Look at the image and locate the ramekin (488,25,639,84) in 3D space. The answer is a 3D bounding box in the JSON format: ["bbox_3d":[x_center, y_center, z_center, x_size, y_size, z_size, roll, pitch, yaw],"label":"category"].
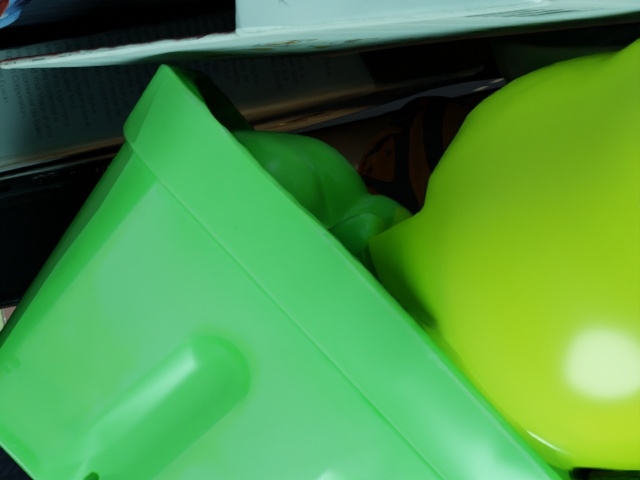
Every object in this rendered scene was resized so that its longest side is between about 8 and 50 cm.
[{"bbox_3d":[0.252,-0.072,0.892,0.303,0.148,0.303,-12,-165,3],"label":"ramekin"}]

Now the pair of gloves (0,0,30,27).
[{"bbox_3d":[-0.209,-0.085,0.663,0.159,0.023,0.198,-10,180,35],"label":"pair of gloves"}]

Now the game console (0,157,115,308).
[{"bbox_3d":[-0.141,-0.007,0.965,0.122,0.071,0.107,-11,-178,7],"label":"game console"}]

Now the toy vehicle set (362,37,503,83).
[{"bbox_3d":[0.181,-0.156,1.299,0.267,0.035,0.166,-11,-179,-41],"label":"toy vehicle set"}]

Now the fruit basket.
[{"bbox_3d":[0.076,0.041,0.744,0.392,0.392,0.283,-10,-175,1],"label":"fruit basket"}]

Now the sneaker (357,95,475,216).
[{"bbox_3d":[0.000,0.000,1.025,0.321,0.124,0.180,7,-133,12],"label":"sneaker"}]

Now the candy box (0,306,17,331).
[{"bbox_3d":[-0.197,-0.001,1.200,0.183,0.087,0.316,-13,-171,-28],"label":"candy box"}]

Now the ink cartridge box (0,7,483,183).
[{"bbox_3d":[-0.123,-0.083,1.022,0.330,0.071,0.324,-14,-177,-26],"label":"ink cartridge box"}]

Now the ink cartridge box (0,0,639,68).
[{"bbox_3d":[0.040,-0.113,0.708,0.239,0.060,0.275,-1,-174,31],"label":"ink cartridge box"}]

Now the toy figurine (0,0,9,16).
[{"bbox_3d":[-0.252,-0.026,0.615,0.217,0.191,0.362,21,179,-13],"label":"toy figurine"}]

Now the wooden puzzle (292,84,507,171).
[{"bbox_3d":[0.089,-0.069,1.314,0.322,0.080,0.348,-10,-175,33],"label":"wooden puzzle"}]
